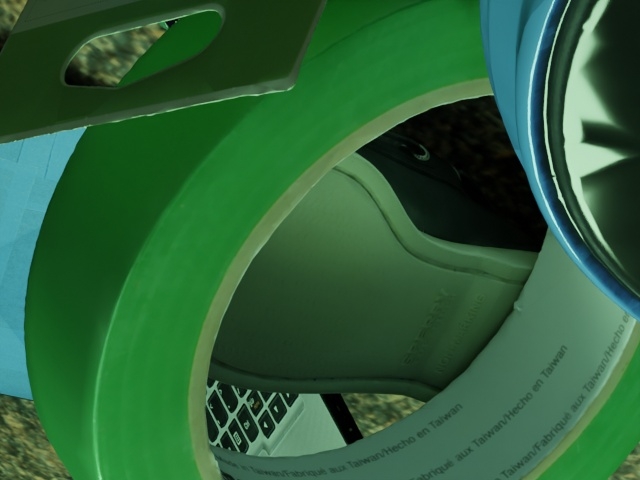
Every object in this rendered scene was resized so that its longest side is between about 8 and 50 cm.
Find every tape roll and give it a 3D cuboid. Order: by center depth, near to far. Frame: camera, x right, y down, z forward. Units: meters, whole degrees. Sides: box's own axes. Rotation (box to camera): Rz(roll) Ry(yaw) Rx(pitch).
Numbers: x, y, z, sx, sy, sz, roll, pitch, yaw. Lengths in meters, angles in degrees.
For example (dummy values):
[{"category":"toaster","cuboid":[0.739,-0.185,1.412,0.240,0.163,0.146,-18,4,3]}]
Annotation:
[{"category":"tape roll","cuboid":[0.033,0.021,0.818,0.077,0.321,0.321,44,171,47]}]

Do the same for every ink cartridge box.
[{"category":"ink cartridge box","cuboid":[-0.023,-0.121,0.697,0.171,0.235,0.056,-8,142,39]}]

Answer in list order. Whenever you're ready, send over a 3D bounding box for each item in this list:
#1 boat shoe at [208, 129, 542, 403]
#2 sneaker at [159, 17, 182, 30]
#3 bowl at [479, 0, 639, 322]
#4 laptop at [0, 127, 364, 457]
[{"category":"boat shoe","cuboid":[0.002,-0.003,0.913,0.340,0.127,0.113,13,-156,-40]},{"category":"sneaker","cuboid":[-0.063,-0.122,0.851,0.224,0.098,0.083,17,148,8]},{"category":"bowl","cuboid":[0.250,-0.072,0.655,0.391,0.077,0.391,2,139,2]},{"category":"laptop","cuboid":[-0.185,0.110,1.134,0.408,0.236,0.382,61,153,17]}]
